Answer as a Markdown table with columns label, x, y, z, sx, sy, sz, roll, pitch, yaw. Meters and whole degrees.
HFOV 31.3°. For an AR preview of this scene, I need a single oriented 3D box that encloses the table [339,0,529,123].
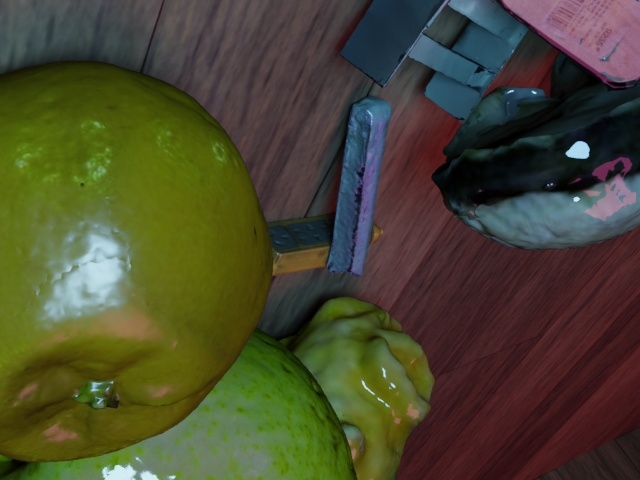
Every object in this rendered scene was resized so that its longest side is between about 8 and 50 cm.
| label | x | y | z | sx | sy | sz | roll | pitch | yaw |
| --- | --- | --- | --- | --- | --- | --- | --- | --- | --- |
| table | 0.118 | -0.192 | 0.923 | 0.175 | 0.062 | 0.146 | -56 | 150 | 14 |

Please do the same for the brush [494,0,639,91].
| label | x | y | z | sx | sy | sz | roll | pitch | yaw |
| --- | --- | --- | --- | --- | --- | --- | --- | --- | --- |
| brush | 0.125 | -0.211 | 0.809 | 0.327 | 0.065 | 0.070 | 26 | 116 | -32 |

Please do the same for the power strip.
| label | x | y | z | sx | sy | sz | roll | pitch | yaw |
| --- | --- | --- | --- | --- | --- | --- | --- | --- | --- |
| power strip | 0.000 | 0.000 | 1.147 | 0.178 | 0.049 | 0.028 | -9 | 139 | -43 |

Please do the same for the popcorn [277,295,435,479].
| label | x | y | z | sx | sy | sz | roll | pitch | yaw |
| --- | --- | --- | --- | --- | --- | --- | --- | --- | --- |
| popcorn | -0.015 | 0.210 | 1.284 | 0.316 | 0.281 | 0.297 | -41 | -171 | 49 |

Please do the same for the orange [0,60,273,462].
| label | x | y | z | sx | sy | sz | roll | pitch | yaw |
| --- | --- | --- | --- | --- | --- | --- | --- | --- | --- |
| orange | -0.165 | 0.019 | 0.760 | 0.279 | 0.235 | 0.279 | -23 | 146 | -17 |

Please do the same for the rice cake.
| label | x | y | z | sx | sy | sz | roll | pitch | yaw |
| --- | --- | --- | --- | --- | --- | --- | --- | --- | --- |
| rice cake | 0.035 | -0.044 | 1.073 | 0.033 | 0.033 | 0.208 | -30 | 142 | -37 |

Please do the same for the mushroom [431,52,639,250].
| label | x | y | z | sx | sy | sz | roll | pitch | yaw |
| --- | --- | --- | --- | --- | --- | --- | --- | --- | --- |
| mushroom | 0.235 | -0.094 | 0.997 | 0.247 | 0.130 | 0.344 | -13 | -158 | 32 |

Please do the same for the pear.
| label | x | y | z | sx | sy | sz | roll | pitch | yaw |
| --- | --- | --- | --- | --- | --- | --- | --- | --- | --- |
| pear | -0.161 | 0.227 | 0.995 | 0.391 | 0.391 | 0.391 | -28 | 155 | -14 |
